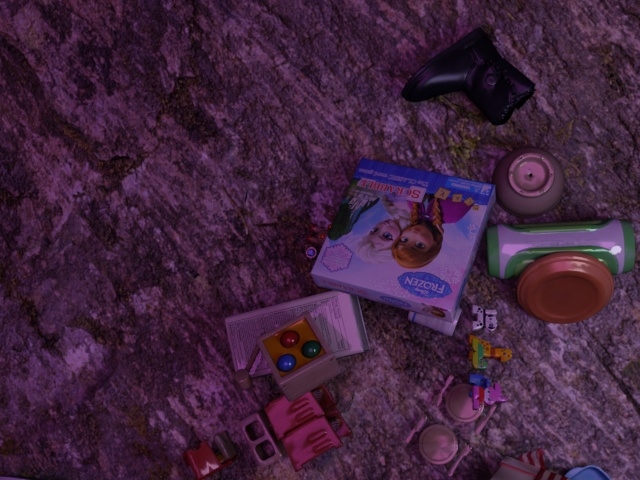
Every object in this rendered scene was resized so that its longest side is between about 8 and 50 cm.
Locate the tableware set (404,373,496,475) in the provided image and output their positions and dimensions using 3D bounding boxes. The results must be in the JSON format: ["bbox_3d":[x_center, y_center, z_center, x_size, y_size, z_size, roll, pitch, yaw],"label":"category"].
[{"bbox_3d":[0.294,0.409,1.650,0.128,0.039,0.194,33,86,24],"label":"tableware set"}]

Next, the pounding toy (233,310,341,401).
[{"bbox_3d":[-0.093,0.238,1.550,0.206,0.094,0.181,-28,51,-7],"label":"pounding toy"}]

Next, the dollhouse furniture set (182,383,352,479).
[{"bbox_3d":[-0.131,0.461,1.646,0.374,0.201,0.152,-31,80,6],"label":"dollhouse furniture set"}]

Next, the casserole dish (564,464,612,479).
[{"bbox_3d":[0.590,0.564,1.575,0.114,0.037,0.188,-39,78,6],"label":"casserole dish"}]

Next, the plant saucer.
[{"bbox_3d":[0.517,0.110,1.567,0.199,0.200,0.037,-2,40,11],"label":"plant saucer"}]

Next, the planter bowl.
[{"bbox_3d":[0.459,-0.136,1.632,0.161,0.109,0.162,-1,85,12],"label":"planter bowl"}]

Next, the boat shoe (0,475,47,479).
[{"bbox_3d":[-0.649,0.637,1.780,0.306,0.113,0.105,12,72,3],"label":"boat shoe"}]

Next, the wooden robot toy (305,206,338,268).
[{"bbox_3d":[0.000,0.000,1.726,0.076,0.079,0.174,17,88,12],"label":"wooden robot toy"}]

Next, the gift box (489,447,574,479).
[{"bbox_3d":[0.442,0.582,1.469,0.255,0.258,0.277,19,103,26],"label":"gift box"}]

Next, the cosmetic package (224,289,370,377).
[{"bbox_3d":[-0.050,0.215,1.691,0.296,0.129,0.153,-13,80,10],"label":"cosmetic package"}]

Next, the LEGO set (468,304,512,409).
[{"bbox_3d":[0.374,0.263,1.618,0.093,0.087,0.227,2,67,5],"label":"LEGO set"}]

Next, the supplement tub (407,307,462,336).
[{"bbox_3d":[0.256,0.165,1.663,0.107,0.071,0.071,22,89,13],"label":"supplement tub"}]

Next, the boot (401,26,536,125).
[{"bbox_3d":[0.337,-0.339,1.682,0.246,0.094,0.207,-36,75,0],"label":"boot"}]

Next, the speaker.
[{"bbox_3d":[0.510,0.018,1.597,0.296,0.131,0.131,-3,84,11],"label":"speaker"}]

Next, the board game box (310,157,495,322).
[{"bbox_3d":[0.183,-0.011,1.616,0.318,0.066,0.318,13,64,21],"label":"board game box"}]
